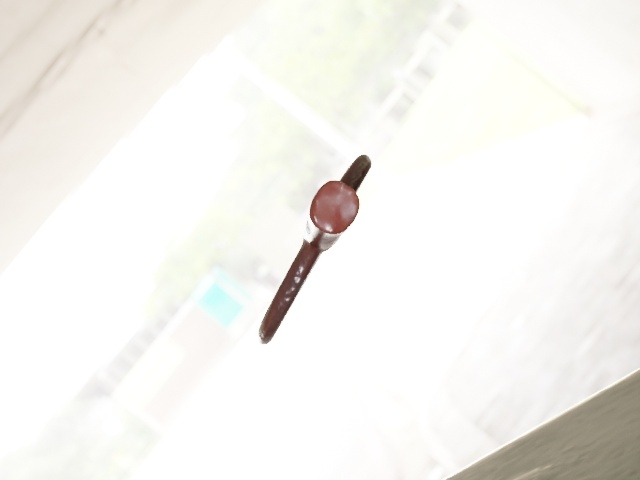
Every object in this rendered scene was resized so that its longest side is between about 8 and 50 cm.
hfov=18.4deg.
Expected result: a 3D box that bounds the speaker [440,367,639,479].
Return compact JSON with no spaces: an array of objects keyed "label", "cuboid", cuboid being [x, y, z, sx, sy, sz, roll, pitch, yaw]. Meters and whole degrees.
[{"label":"speaker","cuboid":[0.155,0.166,0.760,0.184,0.183,0.406,-35,6,2]}]

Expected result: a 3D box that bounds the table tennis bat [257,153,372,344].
[{"label":"table tennis bat","cuboid":[0.000,0.000,0.869,0.098,0.019,0.154,-60,-1,-11]}]
